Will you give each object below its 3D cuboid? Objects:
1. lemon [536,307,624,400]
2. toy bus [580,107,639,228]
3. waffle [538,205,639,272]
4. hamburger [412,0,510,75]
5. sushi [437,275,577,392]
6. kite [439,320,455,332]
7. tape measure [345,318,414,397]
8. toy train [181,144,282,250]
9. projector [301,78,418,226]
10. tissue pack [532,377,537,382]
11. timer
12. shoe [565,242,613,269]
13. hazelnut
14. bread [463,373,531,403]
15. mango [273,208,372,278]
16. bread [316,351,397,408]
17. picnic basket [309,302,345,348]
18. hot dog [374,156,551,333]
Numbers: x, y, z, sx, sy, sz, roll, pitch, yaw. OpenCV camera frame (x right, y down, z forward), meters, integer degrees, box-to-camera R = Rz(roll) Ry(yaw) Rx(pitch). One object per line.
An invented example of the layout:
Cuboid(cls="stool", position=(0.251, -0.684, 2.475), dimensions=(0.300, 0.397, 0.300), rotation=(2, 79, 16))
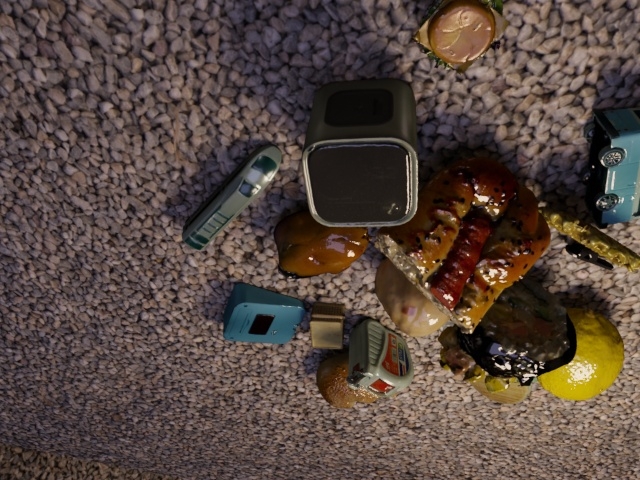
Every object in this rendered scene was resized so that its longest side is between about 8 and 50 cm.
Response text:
Cuboid(cls="lemon", position=(0.777, 0.342, 1.719), dimensions=(0.268, 0.268, 0.322), rotation=(-4, 127, 12))
Cuboid(cls="toy bus", position=(0.720, -0.171, 1.328), dimensions=(0.164, 0.133, 0.271), rotation=(-8, 129, 9))
Cuboid(cls="waffle", position=(0.672, -0.012, 1.422), dimensions=(0.261, 0.250, 0.056), rotation=(26, 103, -11))
Cuboid(cls="hamburger", position=(0.288, -0.443, 1.158), dimensions=(0.189, 0.093, 0.164), rotation=(-30, 125, 33))
Cuboid(cls="sushi", position=(0.525, 0.278, 1.630), dimensions=(0.328, 0.328, 0.285), rotation=(18, 134, 0))
Cuboid(cls="kite", position=(0.380, 0.220, 1.828), dimensions=(0.310, 0.015, 0.169), rotation=(32, 130, -22))
Cuboid(cls="tape measure", position=(0.190, 0.402, 1.866), dimensions=(0.246, 0.243, 0.125), rotation=(32, 126, -21))
Cuboid(cls="toy train", position=(-0.247, -0.113, 1.553), dimensions=(0.086, 0.088, 0.407), rotation=(34, 128, -22))
Cuboid(cls="projector", position=(0.099, -0.203, 1.307), dimensions=(0.248, 0.249, 0.249), rotation=(-1, 134, 9))
Cuboid(cls="tissue pack", position=(0.694, 0.435, 1.938), dimensions=(0.111, 0.085, 0.079), rotation=(21, 134, -13))
Cuboid(cls="timer", position=(-0.195, 0.257, 1.924), dimensions=(0.250, 0.091, 0.232), rotation=(11, 134, -18))
Cuboid(cls="shoe", position=(0.759, 0.034, 1.569), dimensions=(0.159, 0.062, 0.053), rotation=(22, 119, -12))
Cuboid(cls="hazelnut", position=(0.280, 0.157, 1.619), dimensions=(0.261, 0.261, 0.241), rotation=(19, 125, -10))
Cuboid(cls="bread", position=(0.592, 0.440, 1.909), dimensions=(0.267, 0.040, 0.267), rotation=(27, 136, 30))
Cuboid(cls="mango", position=(0.000, 0.000, 1.579), dimensions=(0.287, 0.153, 0.201), rotation=(-8, 135, 16))
Cuboid(cls="bread", position=(0.131, 0.490, 2.014), dimensions=(0.314, 0.171, 0.192), rotation=(-3, 136, 10))
Cuboid(cls="picnic basket", position=(0.024, 0.290, 1.900), dimensions=(0.115, 0.079, 0.164), rotation=(3, 134, 3))
Cuboid(cls="hot dog", position=(0.377, -0.012, 1.397), dimensions=(0.367, 0.196, 0.365), rotation=(45, 85, -17))
